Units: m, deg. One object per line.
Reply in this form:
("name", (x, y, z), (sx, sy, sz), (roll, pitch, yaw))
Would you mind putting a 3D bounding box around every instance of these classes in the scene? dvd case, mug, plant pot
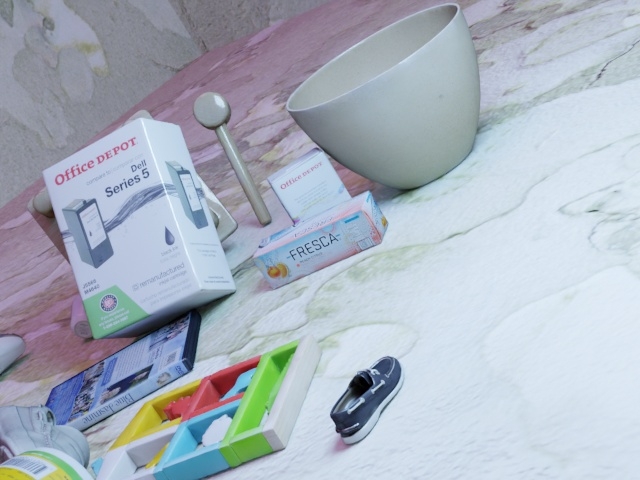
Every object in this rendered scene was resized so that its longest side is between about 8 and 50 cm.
("dvd case", (-0.280, 0.193, 1.711), (0.253, 0.022, 0.180), (-30, 17, 8))
("mug", (-0.372, 0.122, 1.999), (0.078, 0.062, 0.064), (-34, 24, 17))
("plant pot", (0.120, -0.187, 1.781), (0.284, 0.191, 0.284), (-29, 18, 10))

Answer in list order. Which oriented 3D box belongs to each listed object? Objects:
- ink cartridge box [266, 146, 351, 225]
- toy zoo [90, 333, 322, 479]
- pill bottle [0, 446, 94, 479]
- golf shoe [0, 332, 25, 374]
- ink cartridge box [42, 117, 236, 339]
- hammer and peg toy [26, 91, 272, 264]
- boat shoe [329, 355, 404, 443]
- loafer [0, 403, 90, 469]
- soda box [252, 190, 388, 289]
("ink cartridge box", (-0.008, -0.059, 1.762), (0.088, 0.122, 0.052), (-32, 18, -2))
("toy zoo", (-0.145, 0.215, 1.405), (0.293, 0.030, 0.192), (-24, 19, 24))
("pill bottle", (-0.332, 0.307, 1.190), (0.136, 0.136, 0.245), (-20, 3, 34))
("golf shoe", (-0.567, 0.227, 2.060), (0.186, 0.068, 0.086), (-35, 48, -23))
("ink cartridge box", (-0.269, -0.016, 1.813), (0.198, 0.273, 0.114), (-25, -12, 22))
("hammer and peg toy", (-0.257, -0.069, 1.976), (0.361, 0.266, 0.127), (-38, -8, 0))
("boat shoe", (0.046, 0.151, 1.241), (0.046, 0.038, 0.125), (-17, 23, 40))
("loafer", (-0.326, 0.259, 1.461), (0.111, 0.112, 0.319), (-15, 18, -23))
("soda box", (0.000, 0.000, 1.698), (0.183, 0.058, 0.063), (-24, 19, 23))
